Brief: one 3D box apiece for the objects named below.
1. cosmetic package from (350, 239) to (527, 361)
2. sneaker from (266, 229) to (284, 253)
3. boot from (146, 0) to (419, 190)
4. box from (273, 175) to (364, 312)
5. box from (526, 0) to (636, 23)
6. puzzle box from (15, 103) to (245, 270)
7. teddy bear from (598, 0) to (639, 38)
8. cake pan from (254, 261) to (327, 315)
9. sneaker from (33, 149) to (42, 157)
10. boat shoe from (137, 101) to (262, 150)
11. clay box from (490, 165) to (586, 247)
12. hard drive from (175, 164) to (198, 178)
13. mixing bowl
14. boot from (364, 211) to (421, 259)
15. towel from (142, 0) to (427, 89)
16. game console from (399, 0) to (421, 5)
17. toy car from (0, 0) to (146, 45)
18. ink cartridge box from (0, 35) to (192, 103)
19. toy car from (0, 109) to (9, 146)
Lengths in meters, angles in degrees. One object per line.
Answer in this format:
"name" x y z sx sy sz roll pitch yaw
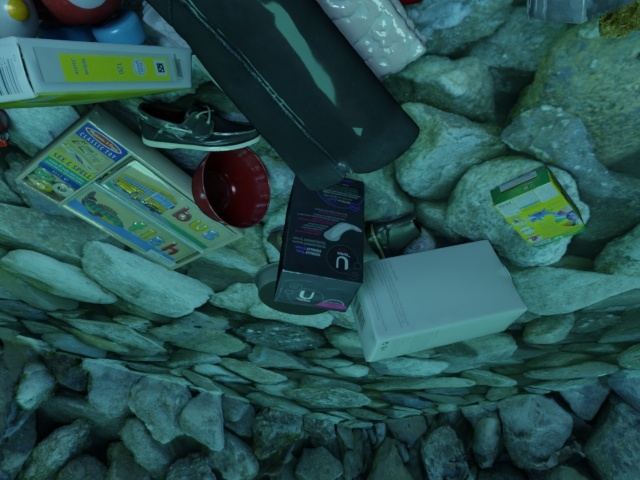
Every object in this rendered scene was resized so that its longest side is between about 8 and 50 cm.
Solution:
"cosmetic package" 0.281 0.149 1.078 0.385 0.217 0.156 -7 146 -11
"sneaker" -0.070 0.030 1.179 0.071 0.066 0.188 -4 142 41
"boot" -0.006 -0.256 0.503 0.367 0.146 0.445 -2 142 44
"box" 0.000 0.000 0.933 0.165 0.270 0.143 11 144 -7
"box" 0.323 -0.358 0.348 0.308 0.076 0.242 -24 122 -4
"puzzle box" -0.401 -0.085 0.947 0.272 0.052 0.409 -24 136 27
"teddy bear" 0.378 -0.376 0.454 0.245 0.113 0.338 -33 132 -9
"cake pan" -0.070 0.163 1.361 0.293 0.054 0.293 3 145 2
"sneaker" -0.568 -0.155 0.964 0.170 0.068 0.071 12 157 -5
"boat shoe" -0.230 -0.221 0.815 0.233 0.084 0.079 3 126 -4
"clay box" 0.501 -0.067 0.968 0.127 0.053 0.222 -26 136 36
"hard drive" -0.341 -0.082 1.046 0.172 0.054 0.254 5 145 -1
"mixing bowl" -0.205 -0.110 0.902 0.098 0.181 0.181 -7 145 38
"boot" 0.216 0.014 1.105 0.137 0.076 0.198 -19 139 23
"towel" -0.064 -0.314 0.635 0.332 0.053 0.317 -18 136 42
"game console" 0.088 -0.404 0.576 0.124 0.085 0.144 31 148 17
"toy car" -0.395 -0.312 0.548 0.210 0.238 0.219 9 147 18
"ink cartridge box" -0.345 -0.224 0.595 0.304 0.307 0.072 4 109 28
"toy car" -0.637 -0.294 0.784 0.225 0.053 0.239 -12 142 22
